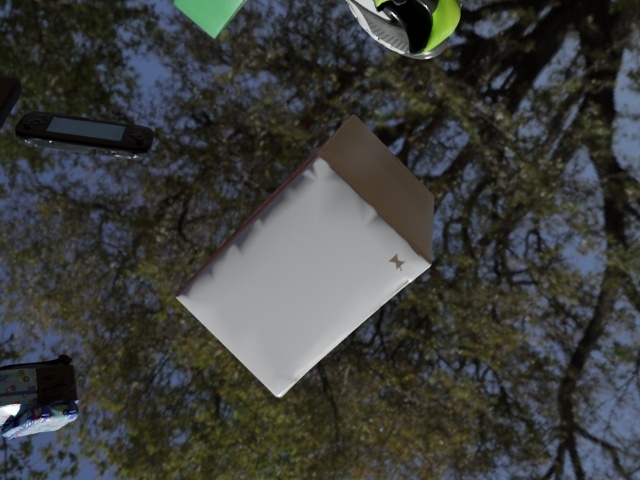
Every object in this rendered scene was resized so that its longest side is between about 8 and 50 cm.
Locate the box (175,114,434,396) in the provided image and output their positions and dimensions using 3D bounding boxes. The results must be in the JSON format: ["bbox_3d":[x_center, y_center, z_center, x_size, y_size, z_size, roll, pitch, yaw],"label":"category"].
[{"bbox_3d":[0.000,0.000,0.511,0.091,0.130,0.170,45,-163,-5],"label":"box"}]

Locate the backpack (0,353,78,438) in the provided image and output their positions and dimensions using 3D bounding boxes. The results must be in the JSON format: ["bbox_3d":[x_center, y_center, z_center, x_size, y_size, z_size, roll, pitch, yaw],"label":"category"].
[{"bbox_3d":[-0.522,0.273,1.293,0.173,0.158,0.117,3,-115,-47],"label":"backpack"}]

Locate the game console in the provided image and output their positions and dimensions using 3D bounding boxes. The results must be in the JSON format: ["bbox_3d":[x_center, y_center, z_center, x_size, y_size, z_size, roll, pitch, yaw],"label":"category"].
[{"bbox_3d":[-0.440,-0.184,1.166,0.361,0.044,0.213,7,-144,-10],"label":"game console"}]

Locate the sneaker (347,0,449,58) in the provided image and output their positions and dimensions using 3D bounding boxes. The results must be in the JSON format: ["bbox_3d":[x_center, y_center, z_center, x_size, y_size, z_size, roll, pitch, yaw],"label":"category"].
[{"bbox_3d":[0.049,-0.289,0.803,0.234,0.078,0.106,50,-172,-1],"label":"sneaker"}]

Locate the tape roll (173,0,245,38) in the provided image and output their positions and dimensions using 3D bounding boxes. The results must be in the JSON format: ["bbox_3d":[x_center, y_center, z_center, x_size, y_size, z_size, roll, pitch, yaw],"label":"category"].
[{"bbox_3d":[-0.075,-0.426,1.040,0.077,0.321,0.321,39,-148,-15],"label":"tape roll"}]

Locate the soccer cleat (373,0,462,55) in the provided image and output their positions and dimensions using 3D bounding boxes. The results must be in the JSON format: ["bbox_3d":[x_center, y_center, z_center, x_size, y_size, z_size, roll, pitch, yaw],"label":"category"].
[{"bbox_3d":[0.062,-0.244,0.653,0.179,0.060,0.072,52,-120,-24],"label":"soccer cleat"}]
